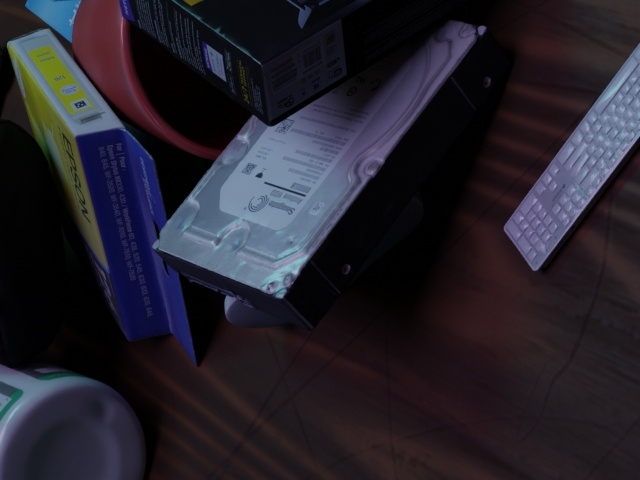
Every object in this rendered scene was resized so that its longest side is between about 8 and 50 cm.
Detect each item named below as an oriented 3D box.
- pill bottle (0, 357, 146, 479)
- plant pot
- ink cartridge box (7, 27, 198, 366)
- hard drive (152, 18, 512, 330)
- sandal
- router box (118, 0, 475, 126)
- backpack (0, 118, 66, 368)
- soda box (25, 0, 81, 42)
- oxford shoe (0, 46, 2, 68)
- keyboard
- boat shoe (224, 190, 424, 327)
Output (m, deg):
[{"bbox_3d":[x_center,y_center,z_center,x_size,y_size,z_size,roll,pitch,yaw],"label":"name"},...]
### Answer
[{"bbox_3d":[-0.383,0.231,1.967,0.361,0.204,0.204,12,86,51],"label":"pill bottle"},{"bbox_3d":[-0.141,-0.223,1.830,0.243,0.275,0.275,6,81,61],"label":"plant pot"},{"bbox_3d":[-0.248,-0.042,1.879,0.307,0.072,0.304,-127,22,-47],"label":"ink cartridge box"},{"bbox_3d":[0.006,-0.085,1.636,0.237,0.064,0.339,20,69,51],"label":"hard drive"},{"bbox_3d":[-0.194,-0.088,1.992,0.097,0.054,0.255,-26,67,50],"label":"sandal"},{"bbox_3d":[-0.011,-0.265,1.622,0.243,0.308,0.081,39,151,36],"label":"router box"},{"bbox_3d":[-0.474,-0.013,1.978,0.355,0.273,0.290,-2,104,23],"label":"backpack"},{"bbox_3d":[-0.311,-0.300,2.185,0.210,0.067,0.071,38,106,48],"label":"soda box"},{"bbox_3d":[-0.501,-0.193,2.385,0.076,0.076,0.212,-116,47,-77],"label":"oxford shoe"},{"bbox_3d":[0.253,-0.089,1.488,0.256,0.014,0.072,-55,42,20],"label":"keyboard"},{"bbox_3d":[0.000,0.000,1.704,0.258,0.095,0.084,-34,48,25],"label":"boat shoe"}]
